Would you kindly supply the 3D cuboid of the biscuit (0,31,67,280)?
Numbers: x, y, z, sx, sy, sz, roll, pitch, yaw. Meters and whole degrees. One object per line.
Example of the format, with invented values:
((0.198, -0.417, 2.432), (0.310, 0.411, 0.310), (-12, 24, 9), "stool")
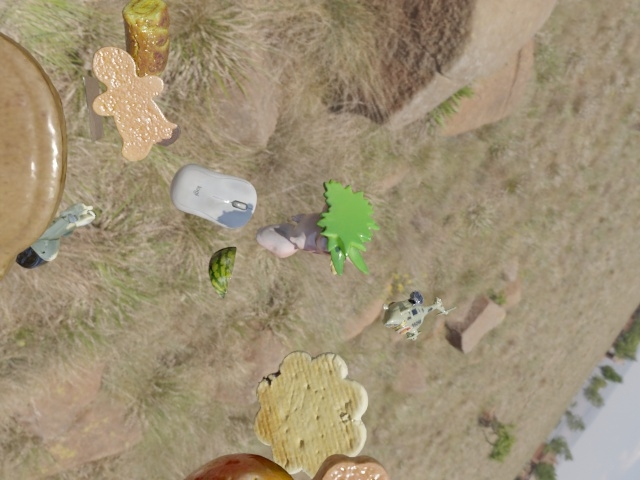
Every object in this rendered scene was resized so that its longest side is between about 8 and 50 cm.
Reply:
((-0.483, -0.100, 0.592), (0.381, 0.074, 0.359), (3, 103, -11), "biscuit")

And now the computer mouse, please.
((-0.366, -0.156, 1.830), (0.121, 0.296, 0.184), (-165, -81, -82), "computer mouse")

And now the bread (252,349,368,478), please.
((-0.024, 0.415, 1.301), (0.316, 0.316, 0.054), (-57, 151, 2), "bread")

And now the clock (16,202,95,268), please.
((-0.769, -0.122, 1.470), (0.120, 0.276, 0.379), (-45, 121, -70), "clock")

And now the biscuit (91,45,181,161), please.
((-0.425, -0.314, 1.210), (0.165, 0.036, 0.250), (-27, 118, -7), "biscuit")

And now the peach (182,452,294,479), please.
((-0.166, 0.550, 1.078), (0.245, 0.274, 0.249), (-45, 155, -75), "peach")

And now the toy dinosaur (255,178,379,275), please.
((0.001, 0.007, 0.909), (0.194, 0.152, 0.177), (13, 149, -22), "toy dinosaur")

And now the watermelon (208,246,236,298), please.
((-0.276, 0.068, 1.491), (0.163, 0.069, 0.087), (-87, -166, -46), "watermelon")

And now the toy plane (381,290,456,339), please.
((0.246, 0.183, 1.351), (0.092, 0.108, 0.286), (-34, 166, 36), "toy plane")

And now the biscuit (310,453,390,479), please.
((-0.026, 0.402, 0.596), (0.334, 0.202, 0.047), (-38, -178, -18), "biscuit")

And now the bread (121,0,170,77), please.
((-0.431, -0.504, 1.335), (0.172, 0.103, 0.132), (109, -1, -48), "bread")

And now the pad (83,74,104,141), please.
((-0.583, -0.342, 1.386), (0.003, 0.235, 0.158), (-5, 106, -13), "pad")
